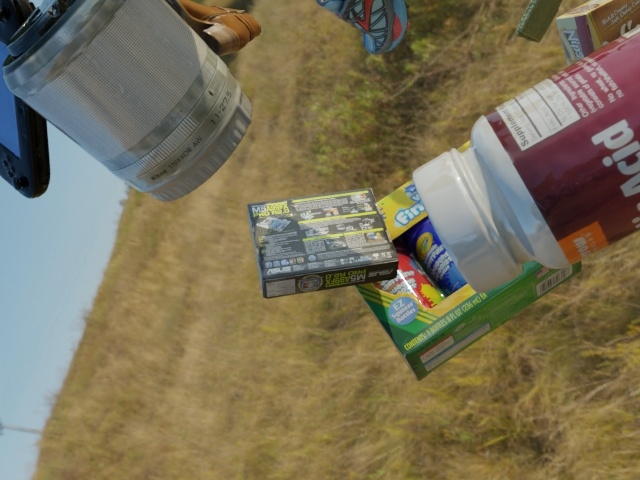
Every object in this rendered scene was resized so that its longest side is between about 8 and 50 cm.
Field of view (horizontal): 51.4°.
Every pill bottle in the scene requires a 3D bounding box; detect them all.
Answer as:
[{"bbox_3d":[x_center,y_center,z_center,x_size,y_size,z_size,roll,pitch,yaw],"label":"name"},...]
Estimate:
[{"bbox_3d":[0.330,-0.102,0.830,0.392,0.224,0.224,-30,30,17],"label":"pill bottle"}]

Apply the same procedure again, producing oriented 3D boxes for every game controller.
[{"bbox_3d":[-0.473,-0.224,1.003,0.067,0.166,0.319,-34,-38,-48],"label":"game controller"}]

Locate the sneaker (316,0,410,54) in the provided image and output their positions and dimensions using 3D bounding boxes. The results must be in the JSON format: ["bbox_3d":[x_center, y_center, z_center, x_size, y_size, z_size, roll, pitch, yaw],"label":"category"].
[{"bbox_3d":[0.048,-0.354,0.930,0.104,0.125,0.262,62,175,27],"label":"sneaker"}]

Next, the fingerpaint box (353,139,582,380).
[{"bbox_3d":[0.291,0.030,1.513,0.371,0.445,0.163,56,179,37],"label":"fingerpaint box"}]

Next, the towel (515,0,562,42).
[{"bbox_3d":[0.572,-0.592,1.730,0.027,0.110,0.148,45,122,39],"label":"towel"}]

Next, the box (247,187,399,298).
[{"bbox_3d":[0.000,0.000,1.343,0.060,0.270,0.216,92,166,-46],"label":"box"}]

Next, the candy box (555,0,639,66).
[{"bbox_3d":[0.639,-0.423,1.334,0.183,0.316,0.087,66,165,-20],"label":"candy box"}]

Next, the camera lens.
[{"bbox_3d":[-0.254,-0.211,0.889,0.219,0.274,0.219,-29,37,25],"label":"camera lens"}]

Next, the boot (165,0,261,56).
[{"bbox_3d":[-0.218,-0.423,1.256,0.073,0.197,0.152,-51,-2,41],"label":"boot"}]
